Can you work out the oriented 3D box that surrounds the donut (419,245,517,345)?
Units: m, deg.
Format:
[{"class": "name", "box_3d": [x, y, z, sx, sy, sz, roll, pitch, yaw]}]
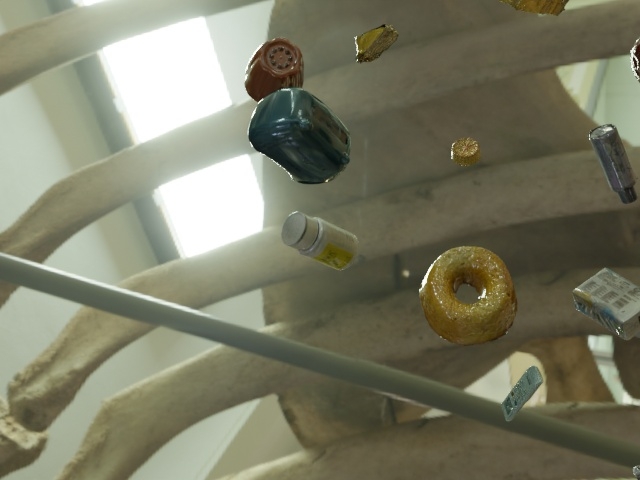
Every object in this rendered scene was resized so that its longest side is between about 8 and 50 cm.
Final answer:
[{"class": "donut", "box_3d": [0.398, 0.136, 1.854, 0.108, 0.277, 0.278, 74, -146, -56]}]

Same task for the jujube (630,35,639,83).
[{"class": "jujube", "box_3d": [0.999, -0.503, 1.963, 0.183, 0.183, 0.243, 24, -142, -58]}]

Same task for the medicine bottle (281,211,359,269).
[{"class": "medicine bottle", "box_3d": [0.000, 0.000, 2.360, 0.258, 0.143, 0.143, 26, -109, -37]}]

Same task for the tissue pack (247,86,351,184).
[{"class": "tissue pack", "box_3d": [-0.042, -0.294, 1.942, 0.287, 0.206, 0.198, 39, -127, -40]}]

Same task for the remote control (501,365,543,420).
[{"class": "remote control", "box_3d": [0.524, 0.399, 1.785, 0.061, 0.029, 0.162, -91, 21, -54]}]

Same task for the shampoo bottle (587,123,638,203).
[{"class": "shampoo bottle", "box_3d": [0.726, -0.184, 1.689, 0.214, 0.072, 0.072, 55, -133, -27]}]

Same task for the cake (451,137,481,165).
[{"class": "cake", "box_3d": [0.409, -0.248, 1.935, 0.044, 0.084, 0.084, 68, -141, -50]}]

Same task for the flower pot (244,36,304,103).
[{"class": "flower pot", "box_3d": [-0.132, -0.509, 2.057, 0.173, 0.190, 0.191, 130, 153, -76]}]

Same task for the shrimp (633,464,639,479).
[{"class": "shrimp", "box_3d": [0.901, 0.654, 1.830, 0.165, 0.065, 0.057, -115, 10, -69]}]

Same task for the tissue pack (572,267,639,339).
[{"class": "tissue pack", "box_3d": [0.982, 0.224, 2.281, 0.159, 0.229, 0.145, -33, -56, -10]}]

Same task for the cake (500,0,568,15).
[{"class": "cake", "box_3d": [0.626, -0.836, 2.077, 0.286, 0.222, 0.227, -6, -39, -31]}]

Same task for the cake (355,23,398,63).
[{"class": "cake", "box_3d": [0.191, -0.695, 2.369, 0.079, 0.185, 0.116, 13, -130, -26]}]
